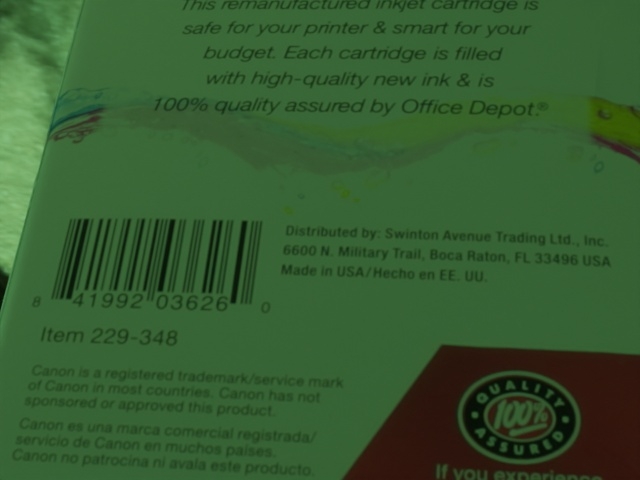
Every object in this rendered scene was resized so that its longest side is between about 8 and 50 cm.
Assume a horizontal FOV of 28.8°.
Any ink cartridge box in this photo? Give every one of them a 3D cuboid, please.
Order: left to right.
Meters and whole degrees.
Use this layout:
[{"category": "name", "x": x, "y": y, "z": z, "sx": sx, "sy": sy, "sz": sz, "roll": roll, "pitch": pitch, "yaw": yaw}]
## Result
[{"category": "ink cartridge box", "x": 0.017, "y": -0.006, "z": 0.476, "sx": 0.226, "sy": 0.306, "sz": 0.131, "roll": 2, "pitch": 147, "yaw": 8}]

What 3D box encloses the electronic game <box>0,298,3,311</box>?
[{"category": "electronic game", "x": -0.317, "y": 0.060, "z": 0.873, "sx": 0.229, "sy": 0.048, "sz": 0.229, "roll": 5, "pitch": 146, "yaw": 3}]
